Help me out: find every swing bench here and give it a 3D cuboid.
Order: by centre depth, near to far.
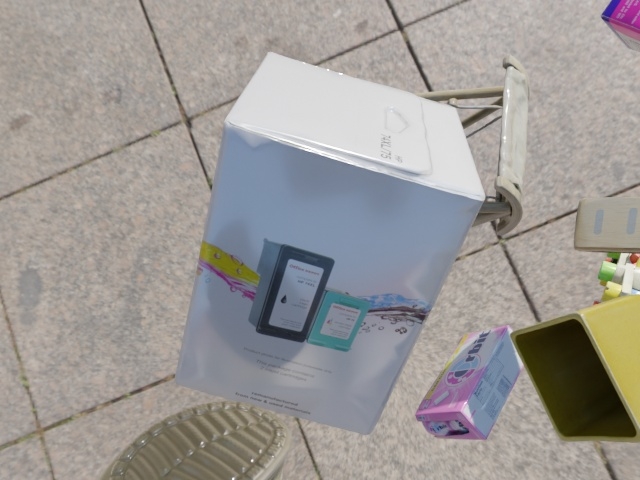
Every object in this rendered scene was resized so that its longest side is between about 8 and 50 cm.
[{"bbox_3d":[0.252,-0.145,1.030,0.254,0.165,0.253,-9,59,40],"label":"swing bench"}]

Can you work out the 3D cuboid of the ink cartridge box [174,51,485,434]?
[{"bbox_3d":[0.000,0.000,0.551,0.197,0.198,0.270,16,122,-4],"label":"ink cartridge box"}]

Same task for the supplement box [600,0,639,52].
[{"bbox_3d":[0.433,-0.225,0.603,0.220,0.111,0.114,46,116,35],"label":"supplement box"}]

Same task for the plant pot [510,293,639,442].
[{"bbox_3d":[0.196,0.078,0.386,0.083,0.081,0.081,-19,77,-18],"label":"plant pot"}]

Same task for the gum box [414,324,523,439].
[{"bbox_3d":[0.239,0.228,0.917,0.062,0.107,0.188,48,56,-8],"label":"gum box"}]

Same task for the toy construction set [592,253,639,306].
[{"bbox_3d":[0.521,0.048,0.931,0.151,0.215,0.327,32,60,31],"label":"toy construction set"}]

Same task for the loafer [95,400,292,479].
[{"bbox_3d":[-0.127,0.216,0.413,0.102,0.092,0.268,27,40,33],"label":"loafer"}]

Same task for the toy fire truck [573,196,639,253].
[{"bbox_3d":[0.338,-0.050,0.424,0.246,0.158,0.217,12,62,0],"label":"toy fire truck"}]
